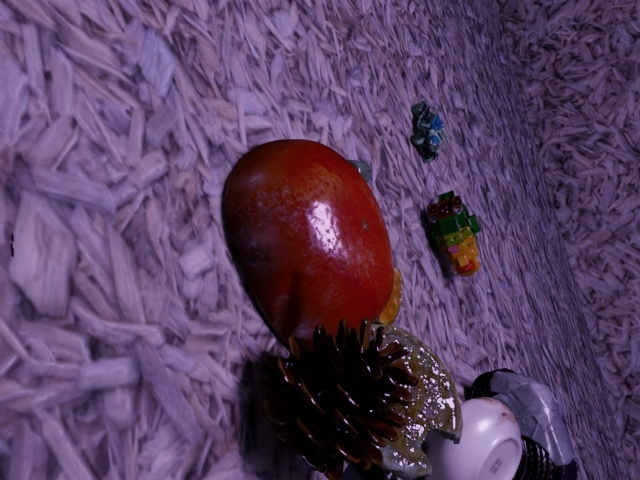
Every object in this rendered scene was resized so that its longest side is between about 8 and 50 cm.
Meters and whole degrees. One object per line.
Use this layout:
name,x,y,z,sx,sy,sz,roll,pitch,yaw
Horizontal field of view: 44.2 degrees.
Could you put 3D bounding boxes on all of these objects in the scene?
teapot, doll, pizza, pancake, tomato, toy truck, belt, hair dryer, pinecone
teapot,0.259,0.373,1.374,0.204,0.139,0.298,-49,135,-20
doll,0.301,-0.012,1.744,0.134,0.106,0.186,-34,104,-75
pizza,0.095,0.079,1.356,0.134,0.046,0.175,68,26,-9
pancake,0.123,0.242,1.224,0.253,0.037,0.253,19,56,-30
tomato,0.011,-0.006,1.149,0.338,0.144,0.338,39,40,-44
toy truck,0.265,-0.266,1.869,0.080,0.078,0.154,51,33,-38
belt,0.402,0.400,1.593,0.164,0.184,0.289,20,51,-52
hair dryer,0.073,-0.071,1.420,0.071,0.047,0.150,-8,87,-64
pinecone,0.028,0.191,0.999,0.208,0.208,0.208,41,39,-46

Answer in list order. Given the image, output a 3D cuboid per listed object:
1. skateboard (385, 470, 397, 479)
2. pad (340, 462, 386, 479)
skateboard,0.131,0.394,1.242,0.083,0.032,0.064,39,48,-48
pad,0.057,0.422,1.113,0.181,0.004,0.267,67,26,-8
